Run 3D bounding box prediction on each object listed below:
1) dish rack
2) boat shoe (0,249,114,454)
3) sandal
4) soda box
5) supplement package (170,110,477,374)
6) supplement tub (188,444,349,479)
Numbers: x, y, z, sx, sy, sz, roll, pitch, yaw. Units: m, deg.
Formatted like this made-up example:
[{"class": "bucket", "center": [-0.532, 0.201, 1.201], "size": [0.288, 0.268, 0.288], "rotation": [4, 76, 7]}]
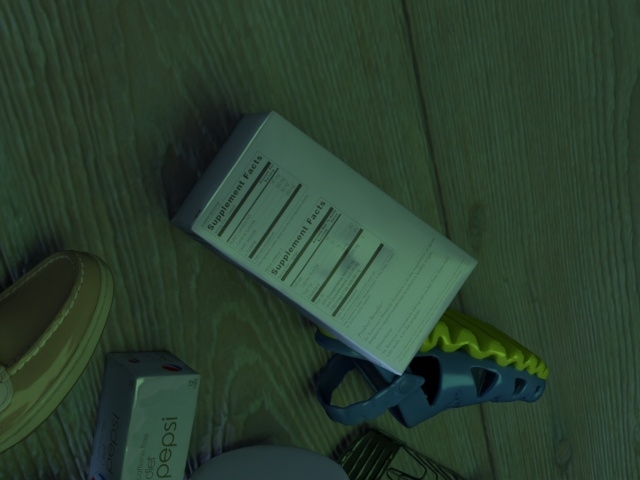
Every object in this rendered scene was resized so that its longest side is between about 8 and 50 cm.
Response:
[{"class": "dish rack", "center": [0.095, 0.340, 1.677], "size": [0.271, 0.074, 0.208], "rotation": [34, 85, -39]}, {"class": "boat shoe", "center": [-0.319, 0.131, 1.258], "size": [0.341, 0.121, 0.110], "rotation": [-50, 130, -9]}, {"class": "sandal", "center": [0.111, 0.143, 1.589], "size": [0.317, 0.126, 0.138], "rotation": [13, 100, -29]}, {"class": "soda box", "center": [-0.181, 0.221, 1.429], "size": [0.074, 0.069, 0.216], "rotation": [1, 106, -35]}, {"class": "supplement package", "center": [0.000, 0.000, 1.376], "size": [0.244, 0.139, 0.134], "rotation": [36, 84, -14]}, {"class": "supplement tub", "center": [-0.051, 0.372, 1.504], "size": [0.191, 0.191, 0.272], "rotation": [-15, 116, -31]}]
